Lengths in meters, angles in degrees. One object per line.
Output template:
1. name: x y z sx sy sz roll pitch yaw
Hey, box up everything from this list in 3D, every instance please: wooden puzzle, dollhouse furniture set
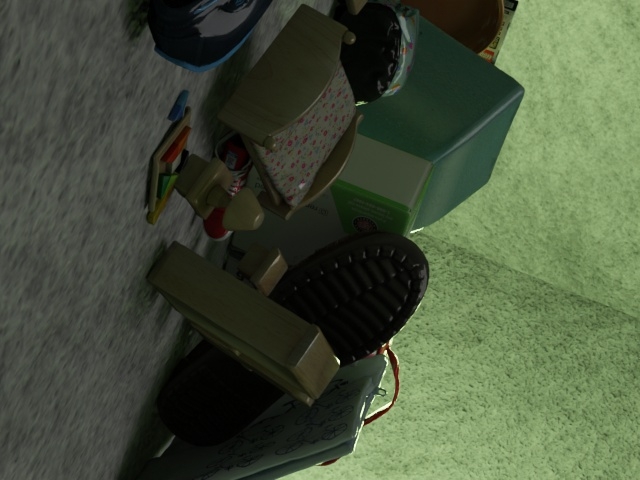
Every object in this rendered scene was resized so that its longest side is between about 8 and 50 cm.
1. wooden puzzle: -0.125 -0.067 1.159 0.116 0.014 0.078 103 10 -58
2. dollhouse furniture set: 0.019 -0.042 1.344 0.355 0.174 0.303 -54 160 -12

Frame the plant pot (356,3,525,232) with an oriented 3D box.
1. plant pot: 0.114 -0.153 2.091 0.252 0.248 0.247 -44 162 -31

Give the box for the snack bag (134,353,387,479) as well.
1. snack bag: -0.075 0.231 1.672 0.037 0.323 0.342 66 16 -8

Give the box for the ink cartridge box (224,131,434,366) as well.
1. ink cartridge box: 0.000 0.000 1.686 0.115 0.198 0.273 -62 172 -48

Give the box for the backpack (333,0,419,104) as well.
1. backpack: 0.070 -0.258 1.826 0.182 0.115 0.152 -62 170 -69

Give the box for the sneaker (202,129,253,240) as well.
1. sneaker: -0.091 -0.059 1.374 0.067 0.042 0.118 81 26 -84

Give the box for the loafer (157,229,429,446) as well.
1. loafer: -0.040 0.092 1.606 0.366 0.134 0.130 -33 -158 15

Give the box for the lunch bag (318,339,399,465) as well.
1. lunch bag: -0.006 0.165 1.969 0.120 0.258 0.293 -6 118 -84

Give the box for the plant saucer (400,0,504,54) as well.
1. plant saucer: 0.184 -0.362 2.134 0.037 0.200 0.200 -79 -175 -48

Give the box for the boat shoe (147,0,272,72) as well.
1. boat shoe: -0.032 -0.234 0.933 0.089 0.109 0.258 78 32 -75

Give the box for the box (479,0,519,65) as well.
1. box: 0.199 -0.363 2.197 0.036 0.207 0.114 -65 175 -47
